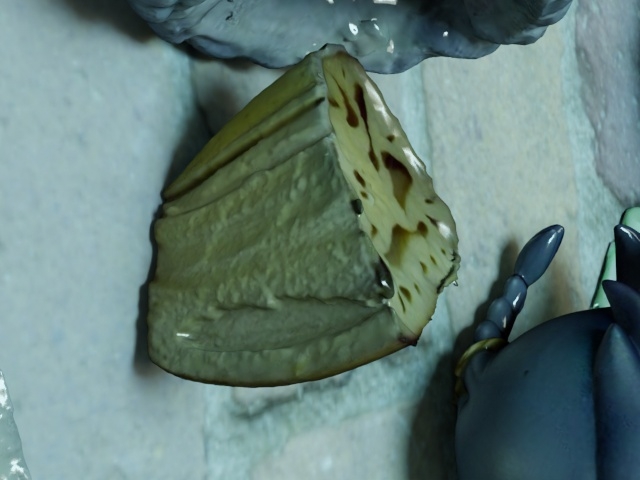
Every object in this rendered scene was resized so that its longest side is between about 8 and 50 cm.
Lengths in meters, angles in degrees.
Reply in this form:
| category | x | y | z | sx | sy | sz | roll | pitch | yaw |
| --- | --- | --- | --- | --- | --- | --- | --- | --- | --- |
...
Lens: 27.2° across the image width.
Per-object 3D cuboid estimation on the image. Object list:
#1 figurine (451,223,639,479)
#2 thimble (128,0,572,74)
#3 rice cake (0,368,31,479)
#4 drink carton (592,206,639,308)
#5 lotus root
| category | x | y | z | sx | sy | sz | roll | pitch | yaw |
| --- | --- | --- | --- | --- | --- | --- | --- | --- | --- |
| figurine | 0.181 | 0.089 | 0.753 | 0.175 | 0.197 | 0.265 | 69 | 25 | -16 |
| thimble | 0.021 | -0.176 | 0.576 | 0.236 | 0.205 | 0.172 | 5 | 81 | -49 |
| rice cake | -0.124 | 0.140 | 0.489 | 0.049 | 0.055 | 0.270 | -21 | 103 | -50 |
| drink carton | 0.288 | 0.062 | 0.920 | 0.146 | 0.142 | 0.144 | 50 | 52 | -37 |
| lotus root | -0.004 | 0.000 | 0.590 | 0.095 | 0.135 | 0.159 | 32 | 49 | -45 |
